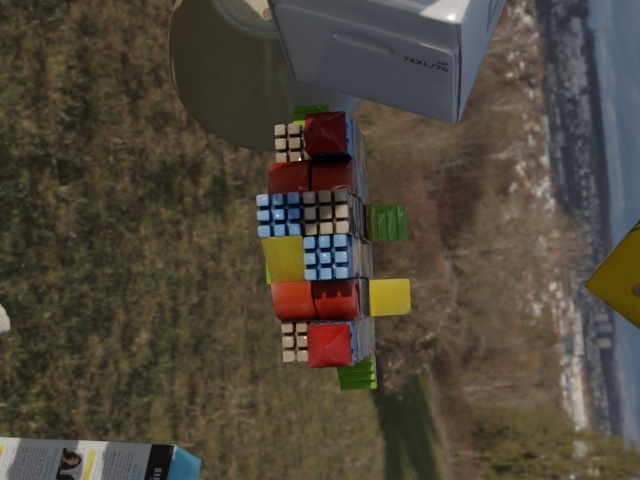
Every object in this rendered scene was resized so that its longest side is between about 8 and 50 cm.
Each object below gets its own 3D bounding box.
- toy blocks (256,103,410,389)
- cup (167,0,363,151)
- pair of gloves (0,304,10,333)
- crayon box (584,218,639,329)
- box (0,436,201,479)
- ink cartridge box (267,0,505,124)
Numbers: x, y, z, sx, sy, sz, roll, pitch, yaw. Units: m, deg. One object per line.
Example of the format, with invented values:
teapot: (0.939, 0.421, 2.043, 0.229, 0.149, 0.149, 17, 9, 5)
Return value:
toy blocks: (0.000, 0.000, 1.095, 0.261, 0.191, 0.381, 19, 68, -80)
cup: (-0.074, -0.325, 1.340, 0.237, 0.331, 0.331, 98, -9, -76)
pair of gloves: (-0.312, 0.013, 0.489, 0.240, 0.042, 0.204, 41, 28, 6)
crayon box: (0.586, 0.053, 1.172, 0.106, 0.363, 0.313, -34, 159, -50)
box: (-0.257, 0.275, 1.001, 0.060, 0.244, 0.100, 51, 43, -54)
ink cartridge box: (0.091, -0.297, 0.926, 0.197, 0.198, 0.270, 69, 41, -68)
